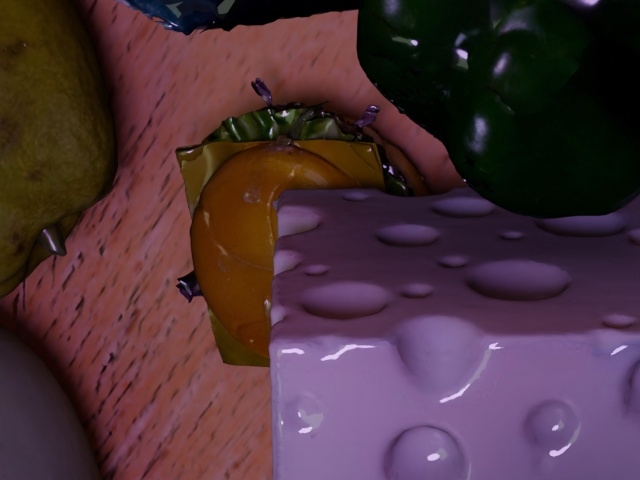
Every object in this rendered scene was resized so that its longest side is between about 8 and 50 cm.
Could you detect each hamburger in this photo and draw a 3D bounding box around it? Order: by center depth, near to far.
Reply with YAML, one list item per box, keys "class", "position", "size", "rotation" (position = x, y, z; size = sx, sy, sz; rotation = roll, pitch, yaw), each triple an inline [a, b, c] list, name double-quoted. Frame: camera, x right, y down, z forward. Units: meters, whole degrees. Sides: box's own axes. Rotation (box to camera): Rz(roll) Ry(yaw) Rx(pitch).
- class: "hamburger"
  position: [-0.002, 0.003, 1.139]
  size: [0.164, 0.093, 0.190]
  rotation: [14, 112, 30]

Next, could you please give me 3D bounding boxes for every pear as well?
- class: "pear"
  position: [-0.278, -0.095, 1.192]
  size: [0.321, 0.269, 0.269]
  rotation: [36, 122, 6]

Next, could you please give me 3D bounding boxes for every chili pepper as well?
- class: "chili pepper"
  position: [0.114, -0.098, 0.939]
  size: [0.165, 0.261, 0.174]
  rotation: [18, 93, 17]

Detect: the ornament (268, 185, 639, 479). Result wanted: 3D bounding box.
- class: "ornament"
  position: [0.095, 0.118, 0.977]
  size: [0.239, 0.240, 0.239]
  rotation: [-1, 108, 0]

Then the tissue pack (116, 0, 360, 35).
- class: "tissue pack"
  position: [0.014, -0.333, 0.913]
  size: [0.253, 0.264, 0.417]
  rotation: [40, 122, 20]

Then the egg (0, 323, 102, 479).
- class: "egg"
  position: [-0.265, 0.210, 1.277]
  size: [0.258, 0.258, 0.352]
  rotation: [13, 115, 28]
